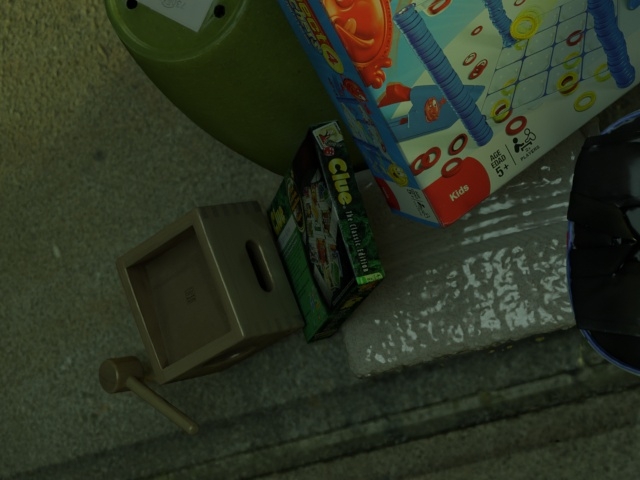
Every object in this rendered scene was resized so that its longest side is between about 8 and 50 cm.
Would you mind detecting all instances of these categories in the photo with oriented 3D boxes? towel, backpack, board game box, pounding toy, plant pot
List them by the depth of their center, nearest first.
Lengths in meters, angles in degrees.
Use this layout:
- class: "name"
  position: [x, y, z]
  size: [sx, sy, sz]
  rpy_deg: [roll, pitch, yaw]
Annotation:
- class: "backpack"
  position: [0.325, 0.003, 1.221]
  size: [0.263, 0.213, 0.276]
  rpy_deg: [5, 82, 13]
- class: "board game box"
  position: [0.125, -0.220, 1.229]
  size: [0.308, 0.086, 0.302]
  rpy_deg: [-37, 114, -14]
- class: "plant pot"
  position: [-0.054, -0.199, 1.357]
  size: [0.275, 0.293, 0.274]
  rpy_deg: [-2, 86, 24]
- class: "board game box"
  position: [0.000, 0.000, 1.358]
  size: [0.030, 0.259, 0.136]
  rpy_deg: [-17, 80, -13]
- class: "towel"
  position: [0.133, 0.006, 1.395]
  size: [0.282, 0.049, 0.187]
  rpy_deg: [-17, 79, 23]
- class: "pounding toy"
  position: [-0.116, 0.088, 1.483]
  size: [0.206, 0.094, 0.181]
  rpy_deg: [-31, 75, 40]
